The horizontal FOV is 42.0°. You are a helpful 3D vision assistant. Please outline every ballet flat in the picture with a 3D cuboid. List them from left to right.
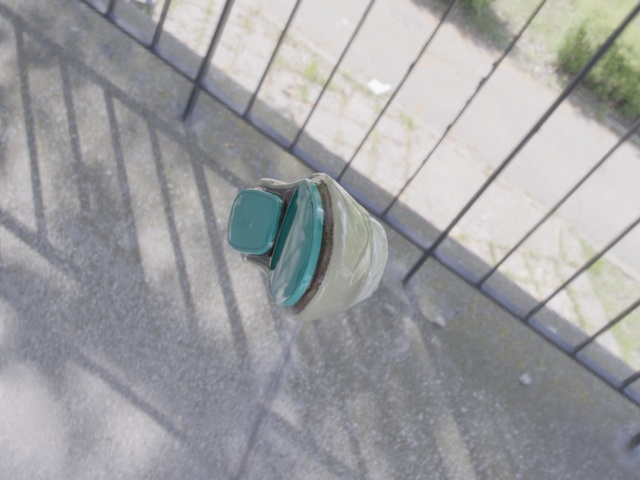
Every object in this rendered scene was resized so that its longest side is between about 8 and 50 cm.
[{"bbox_3d":[0.000,0.000,0.537,0.086,0.086,0.248,14,7,-17],"label":"ballet flat"}]
